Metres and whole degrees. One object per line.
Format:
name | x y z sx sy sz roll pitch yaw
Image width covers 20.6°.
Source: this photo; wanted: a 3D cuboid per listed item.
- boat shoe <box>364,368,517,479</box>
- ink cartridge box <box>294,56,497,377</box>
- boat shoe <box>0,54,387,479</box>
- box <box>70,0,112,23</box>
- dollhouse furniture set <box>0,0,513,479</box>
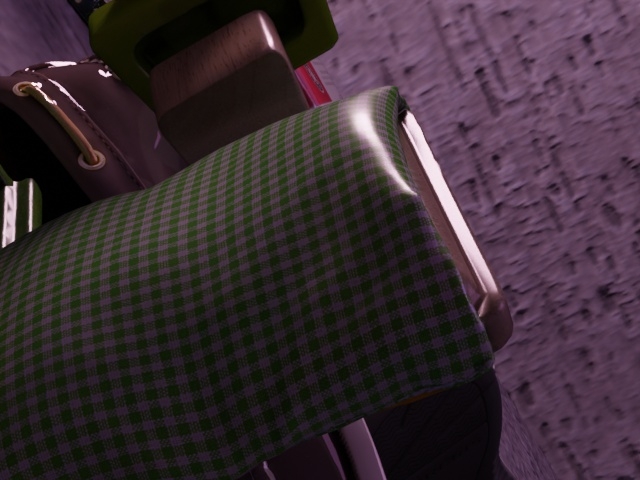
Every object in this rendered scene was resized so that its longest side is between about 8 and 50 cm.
boat shoe | 0.030 0.118 0.905 0.103 0.118 0.320 49 -15 31
ink cartridge box | 0.000 0.000 1.296 0.306 0.131 0.226 61 6 -1
boat shoe | -0.060 0.055 0.767 0.324 0.096 0.116 66 -32 21
box | -0.176 -0.231 1.368 0.159 0.044 0.233 54 9 -38
dollhouse furniture set | -0.085 -0.043 0.570 0.151 0.197 0.301 58 6 -26
